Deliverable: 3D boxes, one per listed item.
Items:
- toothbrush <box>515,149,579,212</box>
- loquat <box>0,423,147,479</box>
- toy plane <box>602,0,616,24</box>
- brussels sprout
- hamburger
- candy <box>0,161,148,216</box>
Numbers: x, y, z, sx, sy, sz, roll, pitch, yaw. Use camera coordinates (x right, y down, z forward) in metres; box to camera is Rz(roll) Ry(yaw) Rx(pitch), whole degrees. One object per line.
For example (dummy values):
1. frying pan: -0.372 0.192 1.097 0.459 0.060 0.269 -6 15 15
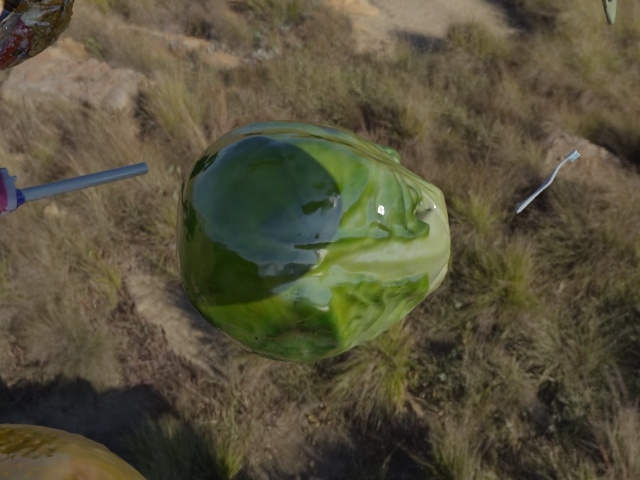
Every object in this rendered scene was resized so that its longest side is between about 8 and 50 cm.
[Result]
1. toothbrush: 0.349 -0.090 1.065 0.013 0.131 0.011 34 28 -13
2. loquat: -0.209 0.232 0.429 0.244 0.244 0.244 4 40 -3
3. toy plane: 0.314 -0.332 0.630 0.108 0.092 0.286 32 82 38
4. brussels sprout: 0.000 0.000 0.641 0.271 0.219 0.210 -1 21 -20
5. hamburger: -0.463 -0.351 0.953 0.231 0.231 0.107 1 18 -7
6. candy: -0.328 -0.041 0.703 0.124 0.124 0.365 33 36 28
